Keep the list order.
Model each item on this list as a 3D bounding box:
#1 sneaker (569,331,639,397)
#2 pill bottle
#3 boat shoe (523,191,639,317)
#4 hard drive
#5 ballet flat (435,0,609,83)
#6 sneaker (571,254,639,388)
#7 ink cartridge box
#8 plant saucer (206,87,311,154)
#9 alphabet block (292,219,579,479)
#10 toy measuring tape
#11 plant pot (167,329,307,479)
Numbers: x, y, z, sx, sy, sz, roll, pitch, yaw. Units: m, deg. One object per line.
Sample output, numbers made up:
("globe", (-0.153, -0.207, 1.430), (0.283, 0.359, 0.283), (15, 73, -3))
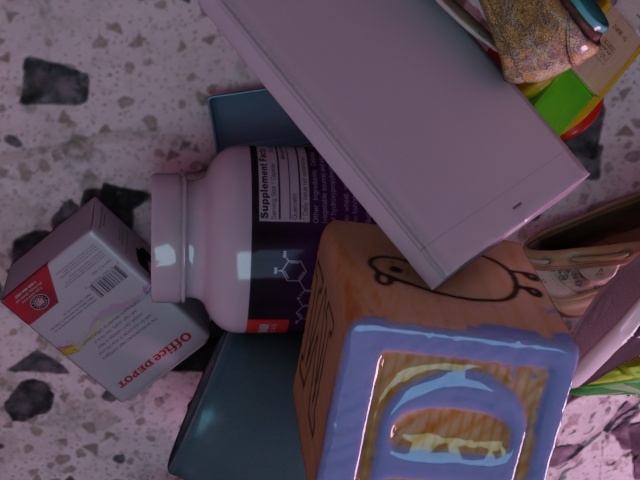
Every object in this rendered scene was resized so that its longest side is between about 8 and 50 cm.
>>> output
("sneaker", (0.393, 0.151, 1.387), (0.295, 0.109, 0.123), (-3, 116, -5))
("pill bottle", (0.000, 0.000, 1.215), (0.323, 0.181, 0.181), (0, 120, -6))
("boat shoe", (0.350, -0.014, 1.290), (0.285, 0.104, 0.089), (-27, 122, 10))
("hard drive", (0.066, -0.127, 1.067), (0.307, 0.203, 0.040), (52, 142, 9))
("ballet flat", (0.108, -0.284, 1.059), (0.123, 0.123, 0.348), (-32, 95, 12))
("sneaker", (0.367, 0.069, 1.224), (0.147, 0.104, 0.296), (34, 116, -10))
("ink cartridge box", (-0.216, 0.064, 1.291), (0.127, 0.072, 0.175), (-37, 117, 14))
("plant saucer", (-0.012, -0.128, 1.235), (0.192, 0.018, 0.067), (-8, 121, -1))
("alphabet block", (0.087, 0.115, 1.068), (0.192, 0.197, 0.193), (8, 113, -10))
("toy measuring tape", (0.250, -0.200, 1.194), (0.121, 0.121, 0.330), (42, 86, -25))
("plant pot", (-0.009, 0.198, 1.297), (0.255, 0.272, 0.272), (24, 115, -5))
